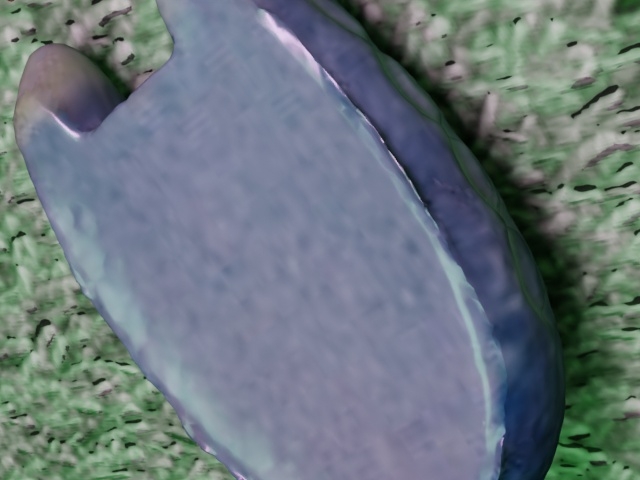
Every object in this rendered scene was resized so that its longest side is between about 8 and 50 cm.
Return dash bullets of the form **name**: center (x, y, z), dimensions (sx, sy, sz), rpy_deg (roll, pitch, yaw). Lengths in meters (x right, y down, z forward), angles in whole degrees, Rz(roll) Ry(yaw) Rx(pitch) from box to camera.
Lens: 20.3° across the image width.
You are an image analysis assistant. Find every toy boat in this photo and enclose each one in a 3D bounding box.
- **toy boat**: center (0.000, 0.000, 0.878), dimensions (0.330, 0.123, 0.215), rpy_deg (51, 125, 2)
